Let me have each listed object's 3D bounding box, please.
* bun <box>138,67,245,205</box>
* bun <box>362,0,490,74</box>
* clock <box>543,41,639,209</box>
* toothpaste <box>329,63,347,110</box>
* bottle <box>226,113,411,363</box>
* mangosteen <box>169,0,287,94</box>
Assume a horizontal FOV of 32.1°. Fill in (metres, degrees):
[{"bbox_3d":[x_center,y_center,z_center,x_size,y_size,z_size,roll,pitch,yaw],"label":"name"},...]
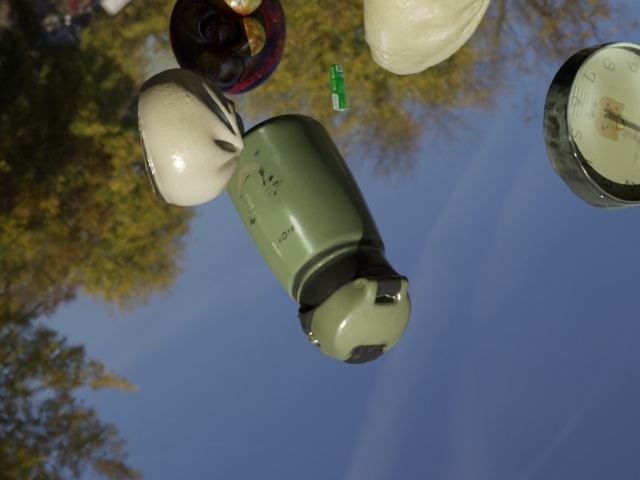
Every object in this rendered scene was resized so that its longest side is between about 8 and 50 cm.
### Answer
[{"bbox_3d":[-0.155,-0.131,1.389,0.120,0.173,0.173,-8,-158,5],"label":"bun"},{"bbox_3d":[0.105,-0.278,1.066,0.133,0.231,0.231,-1,-153,9],"label":"bun"},{"bbox_3d":[0.399,-0.153,1.486,0.226,0.226,0.049,-48,-162,-21],"label":"clock"},{"bbox_3d":[0.032,-0.278,2.016,0.020,0.083,0.017,2,169,-43],"label":"toothpaste"},{"bbox_3d":[-0.001,0.002,1.486,0.168,0.168,0.347,-37,-122,15],"label":"bottle"},{"bbox_3d":[-0.131,-0.297,1.576,0.200,0.200,0.200,-37,-163,13],"label":"mangosteen"}]
